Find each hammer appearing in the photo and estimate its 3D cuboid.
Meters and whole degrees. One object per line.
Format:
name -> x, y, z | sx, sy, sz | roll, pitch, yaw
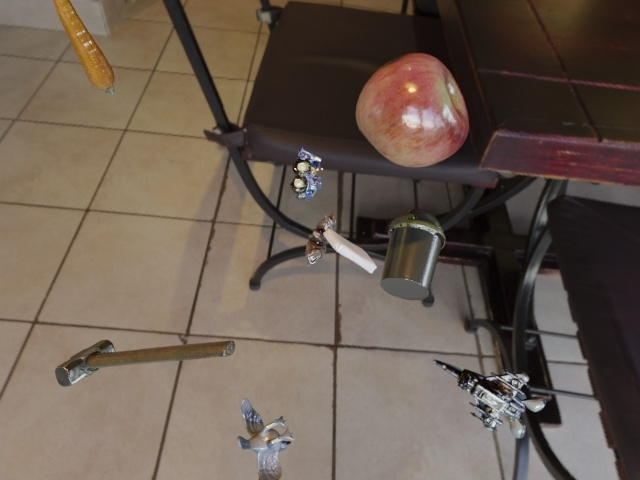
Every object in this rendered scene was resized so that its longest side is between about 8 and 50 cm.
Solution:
hammer -> -0.308, 0.204, 0.827 | 0.365, 0.044, 0.111 | -12, 10, 25

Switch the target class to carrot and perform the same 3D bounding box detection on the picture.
carrot -> -0.608, -0.508, 1.187 | 0.069, 0.336, 0.069 | -3, 56, 5

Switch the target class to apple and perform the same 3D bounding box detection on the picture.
apple -> 0.253, -0.355, 1.322 | 0.269, 0.345, 0.345 | -21, 42, 31

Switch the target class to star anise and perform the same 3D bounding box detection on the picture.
star anise -> -0.006, 0.004, 1.766 | 0.073, 0.212, 0.197 | 27, 40, 12

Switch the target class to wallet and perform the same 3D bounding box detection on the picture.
wallet -> 0.084, 0.030, 1.299 | 0.033, 0.190, 0.095 | -47, 45, 13

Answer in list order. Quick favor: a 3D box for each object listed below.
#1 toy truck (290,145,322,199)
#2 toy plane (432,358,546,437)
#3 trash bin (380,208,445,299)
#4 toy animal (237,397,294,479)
toy truck -> -0.053, -0.281, 1.968 | 0.126, 0.113, 0.208 | 3, 78, 4
toy plane -> 0.367, 0.338, 1.059 | 0.246, 0.169, 0.078 | 27, 19, 5
trash bin -> 0.342, 0.033, 1.718 | 0.214, 0.214, 0.334 | 16, 61, 6
toy animal -> -0.150, 0.557, 1.265 | 0.255, 0.176, 0.239 | 20, 32, -44
